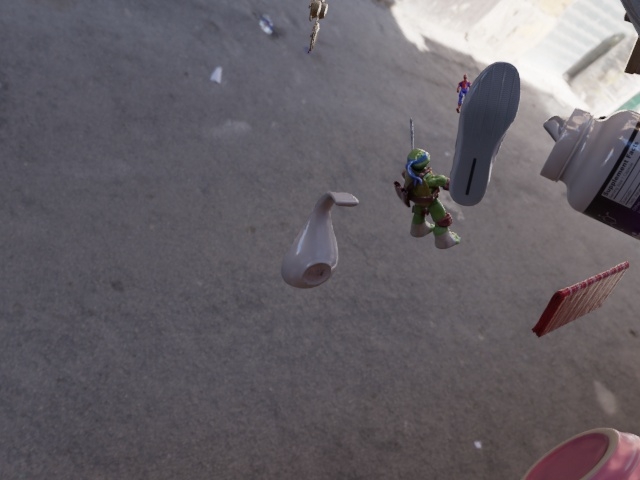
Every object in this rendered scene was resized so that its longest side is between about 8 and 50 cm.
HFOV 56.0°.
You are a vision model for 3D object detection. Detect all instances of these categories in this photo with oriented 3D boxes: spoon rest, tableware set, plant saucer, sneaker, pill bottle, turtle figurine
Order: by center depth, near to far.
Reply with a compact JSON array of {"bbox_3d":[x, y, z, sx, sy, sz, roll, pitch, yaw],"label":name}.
[{"bbox_3d":[0.531,-0.091,0.961,0.323,0.181,0.181,29,33,16],"label":"pill bottle"},{"bbox_3d":[0.281,-0.192,1.074,0.094,0.258,0.091,16,22,1],"label":"sneaker"},{"bbox_3d":[0.559,-0.221,1.195,0.281,0.115,0.105,2,49,-31],"label":"sneaker"},{"bbox_3d":[0.521,0.490,1.224,0.084,0.332,0.332,54,37,10],"label":"plant saucer"},{"bbox_3d":[0.000,0.000,1.314,0.137,0.276,0.084,2,41,-29],"label":"spoon rest"},{"bbox_3d":[-0.005,-0.517,1.349,0.020,0.168,0.141,17,64,3],"label":"tableware set"},{"bbox_3d":[0.299,-0.136,1.502,0.274,0.198,0.266,-61,147,-49],"label":"turtle figurine"}]

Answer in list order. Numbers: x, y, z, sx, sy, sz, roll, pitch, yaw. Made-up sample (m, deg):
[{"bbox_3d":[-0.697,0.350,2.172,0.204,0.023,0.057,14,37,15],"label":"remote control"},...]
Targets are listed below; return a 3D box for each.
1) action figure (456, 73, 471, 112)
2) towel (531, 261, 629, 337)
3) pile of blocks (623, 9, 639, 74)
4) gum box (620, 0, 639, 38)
[{"bbox_3d":[0.368,-0.379,1.540,0.030,0.038,0.115,60,35,-55],"label":"action figure"},{"bbox_3d":[0.730,0.164,1.691,0.275,0.198,0.031,-18,52,-24],"label":"towel"},{"bbox_3d":[0.712,-0.525,1.277,0.112,0.149,0.362,-53,130,-52],"label":"pile of blocks"},{"bbox_3d":[0.389,-0.273,0.685,0.184,0.041,0.157,49,21,-22],"label":"gum box"}]
